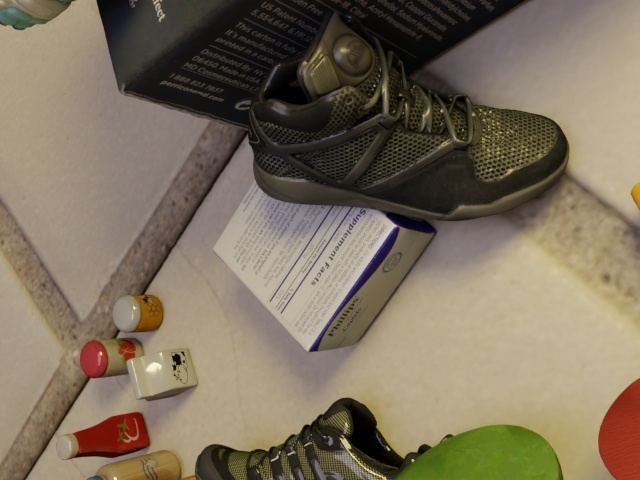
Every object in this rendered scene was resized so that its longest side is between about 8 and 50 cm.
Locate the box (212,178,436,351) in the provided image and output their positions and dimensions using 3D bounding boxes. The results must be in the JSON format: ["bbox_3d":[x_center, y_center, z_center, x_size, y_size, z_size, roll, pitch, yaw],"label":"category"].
[{"bbox_3d":[0.000,0.000,0.585,0.137,0.072,0.126,44,110,29],"label":"box"}]

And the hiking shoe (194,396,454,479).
[{"bbox_3d":[0.001,0.181,0.576,0.227,0.086,0.114,6,84,25],"label":"hiking shoe"}]

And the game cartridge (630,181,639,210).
[{"bbox_3d":[0.326,0.033,0.297,0.324,0.052,0.285,64,149,18],"label":"game cartridge"}]

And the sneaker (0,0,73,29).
[{"bbox_3d":[-0.176,-0.286,0.468,0.122,0.110,0.283,-12,83,17],"label":"sneaker"}]

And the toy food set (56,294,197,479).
[{"bbox_3d":[-0.192,0.169,0.688,0.111,0.104,0.232,-29,72,30],"label":"toy food set"}]

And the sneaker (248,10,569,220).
[{"bbox_3d":[0.059,-0.082,0.477,0.227,0.130,0.087,5,58,7],"label":"sneaker"}]

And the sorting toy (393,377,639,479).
[{"bbox_3d":[0.134,0.192,0.428,0.365,0.127,0.126,-28,103,24],"label":"sorting toy"}]

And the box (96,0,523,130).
[{"bbox_3d":[0.025,-0.302,0.501,0.395,0.212,0.293,-27,72,32],"label":"box"}]
